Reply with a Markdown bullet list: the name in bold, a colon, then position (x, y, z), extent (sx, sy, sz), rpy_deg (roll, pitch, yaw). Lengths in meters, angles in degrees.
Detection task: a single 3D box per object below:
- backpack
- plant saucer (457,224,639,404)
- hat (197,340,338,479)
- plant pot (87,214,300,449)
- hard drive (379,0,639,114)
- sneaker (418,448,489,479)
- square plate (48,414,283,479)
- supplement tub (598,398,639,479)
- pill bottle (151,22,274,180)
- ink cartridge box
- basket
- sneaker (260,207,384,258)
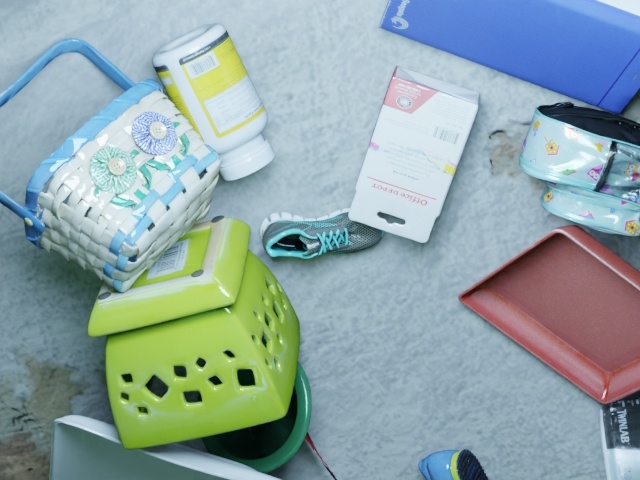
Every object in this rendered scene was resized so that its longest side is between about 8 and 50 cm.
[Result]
- **backpack**: position (0.335, -0.091, 1.793), extent (0.188, 0.166, 0.144), rpy_deg (24, 105, 0)
- **plant saucer**: position (0.342, 0.089, 1.869), extent (0.259, 0.048, 0.258), rpy_deg (36, 149, -7)
- **hat**: position (-0.056, 0.258, 2.060), extent (0.173, 0.183, 0.208), rpy_deg (-9, 74, 22)
- **plant pot**: position (-0.167, 0.107, 1.887), extent (0.227, 0.228, 0.207), rpy_deg (-14, 117, 11)
- **hard drive**: position (0.241, -0.259, 1.733), extent (0.319, 0.210, 0.040), rpy_deg (20, 69, -1)
- **sneaker**: position (0.208, 0.380, 2.059), extent (0.082, 0.069, 0.209), rpy_deg (-16, 114, 35)
- **square plate**: position (-0.207, 0.361, 2.032), extent (0.347, 0.049, 0.344), rpy_deg (18, 144, -1)
- **supplement tub**: position (0.530, 0.292, 1.908), extent (0.316, 0.193, 0.193), rpy_deg (-6, 111, 10)
- **pill bottle**: position (-0.130, -0.173, 1.849), extent (0.103, 0.103, 0.184), rpy_deg (-21, 108, 14)
- **ink cartridge box**: position (0.117, -0.108, 1.866), extent (0.115, 0.067, 0.198), rpy_deg (19, 111, -1)
- **basket**: position (-0.281, -0.104, 1.801), extent (0.289, 0.255, 0.201), rpy_deg (34, 148, 12)
- **sneaker**: position (0.000, 0.000, 1.918), extent (0.166, 0.076, 0.065), rpy_deg (-5, 112, 9)
